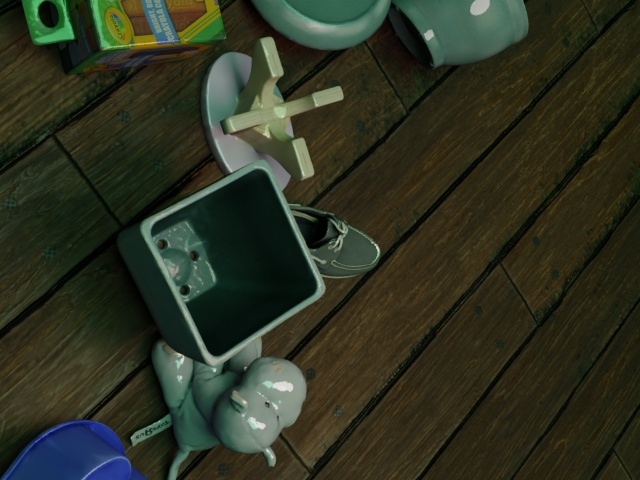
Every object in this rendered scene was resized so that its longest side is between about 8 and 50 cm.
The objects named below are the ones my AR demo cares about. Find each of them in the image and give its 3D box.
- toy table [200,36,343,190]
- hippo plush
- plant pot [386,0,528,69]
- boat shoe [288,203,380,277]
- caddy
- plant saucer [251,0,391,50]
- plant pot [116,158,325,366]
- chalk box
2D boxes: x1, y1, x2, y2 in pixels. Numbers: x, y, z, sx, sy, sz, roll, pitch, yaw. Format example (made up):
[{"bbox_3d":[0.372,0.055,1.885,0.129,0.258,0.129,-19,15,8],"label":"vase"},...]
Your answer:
[{"bbox_3d":[-0.097,-0.221,1.632,0.252,0.160,0.274,-35,105,-31],"label":"toy table"},{"bbox_3d":[-0.162,0.254,1.504,0.294,0.236,0.234,-40,109,-30],"label":"hippo plush"},{"bbox_3d":[0.254,-0.475,1.843,0.196,0.293,0.293,-36,109,-2],"label":"plant pot"},{"bbox_3d":[0.000,0.000,1.717,0.319,0.099,0.116,18,76,-32],"label":"boat shoe"},{"bbox_3d":[-0.402,0.442,1.369,0.341,0.179,0.241,-54,139,-25],"label":"caddy"},{"bbox_3d":[0.003,-0.521,1.719,0.317,0.043,0.318,4,78,-22],"label":"plant saucer"},{"bbox_3d":[-0.193,0.040,1.489,0.247,0.252,0.247,-32,103,-31],"label":"plant pot"},{"bbox_3d":[-0.334,-0.381,1.469,0.288,0.179,0.180,-16,95,-34],"label":"chalk box"}]
